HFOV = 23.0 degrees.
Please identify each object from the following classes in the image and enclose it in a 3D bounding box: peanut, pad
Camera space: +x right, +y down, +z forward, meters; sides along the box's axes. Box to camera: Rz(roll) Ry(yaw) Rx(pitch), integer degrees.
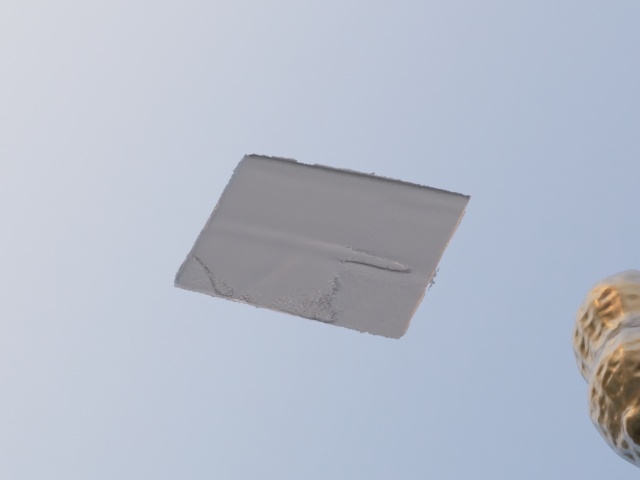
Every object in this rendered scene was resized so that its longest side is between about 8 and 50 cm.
[{"bbox_3d":[0.270,0.107,1.261,0.256,0.124,0.123,-90,-162,-70],"label":"peanut"},{"bbox_3d":[0.000,0.000,1.347,0.232,0.004,0.156,12,-122,27],"label":"pad"}]
